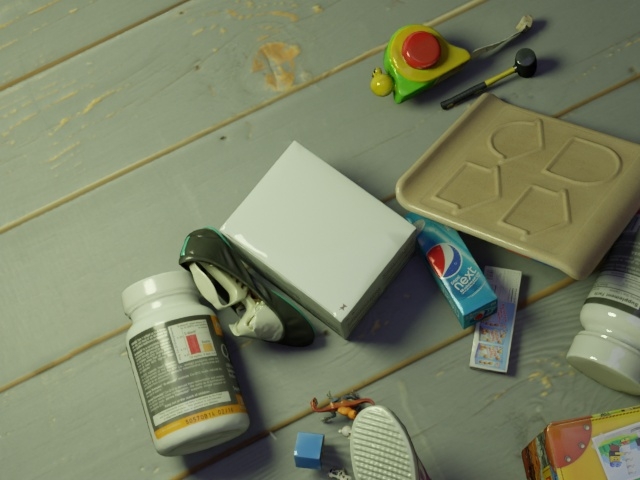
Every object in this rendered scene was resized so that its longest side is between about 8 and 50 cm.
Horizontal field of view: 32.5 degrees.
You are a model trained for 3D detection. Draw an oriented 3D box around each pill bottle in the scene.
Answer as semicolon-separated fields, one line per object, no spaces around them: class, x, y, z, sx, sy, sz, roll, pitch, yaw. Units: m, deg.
pill bottle;-0.229;0.201;1.804;0.162;0.162;0.278;-18;73;-1
pill bottle;0.523;0.097;1.781;0.161;0.161;0.283;27;77;11

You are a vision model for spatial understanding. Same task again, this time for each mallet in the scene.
mallet;0.302;-0.287;1.965;0.190;0.062;0.039;-25;72;-3

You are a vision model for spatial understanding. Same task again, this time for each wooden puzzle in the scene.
wooden puzzle;0.349;-0.087;1.829;0.348;0.080;0.322;26;53;26

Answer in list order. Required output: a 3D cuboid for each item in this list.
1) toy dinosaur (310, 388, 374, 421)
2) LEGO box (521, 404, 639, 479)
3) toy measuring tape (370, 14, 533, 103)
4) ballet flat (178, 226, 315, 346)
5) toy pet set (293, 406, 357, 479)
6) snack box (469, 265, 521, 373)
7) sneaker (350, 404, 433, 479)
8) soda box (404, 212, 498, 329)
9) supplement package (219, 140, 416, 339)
toy dinosaur;0.028;0.268;1.814;0.082;0.090;0.047;-4;73;-41
LEGO box;0.571;0.332;1.597;0.501;0.372;0.193;-12;73;1
toy measuring tape;0.223;-0.357;1.971;0.330;0.121;0.121;-30;73;-13
ballet flat;-0.132;0.101;1.821;0.280;0.095;0.096;44;47;-10
toy pet set;0.019;0.335;1.774;0.114;0.065;0.122;6;100;9
snack box;0.297;0.134;1.859;0.064;0.022;0.178;9;74;8
sneaker;0.138;0.387;1.724;0.102;0.161;0.282;-22;84;21
soda box;0.219;0.039;1.854;0.067;0.071;0.210;-28;65;-4
supplement package;0.000;0.000;1.858;0.262;0.145;0.204;37;79;13
